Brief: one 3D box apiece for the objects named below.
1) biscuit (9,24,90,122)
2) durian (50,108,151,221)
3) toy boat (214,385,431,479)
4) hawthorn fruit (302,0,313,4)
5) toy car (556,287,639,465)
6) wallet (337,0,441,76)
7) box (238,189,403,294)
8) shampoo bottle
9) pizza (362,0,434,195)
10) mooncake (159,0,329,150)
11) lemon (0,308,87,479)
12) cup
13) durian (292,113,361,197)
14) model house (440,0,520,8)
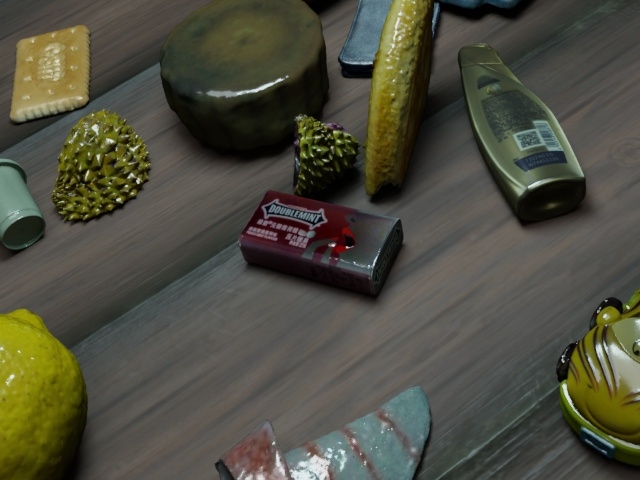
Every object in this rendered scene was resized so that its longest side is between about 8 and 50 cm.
[{"bbox_3d":[-0.535,-0.336,1.705,0.160,0.030,0.250,-13,50,2],"label":"biscuit"},{"bbox_3d":[-0.374,-0.131,1.469,0.182,0.165,0.132,-25,4,-36],"label":"durian"},{"bbox_3d":[0.033,0.279,1.057,0.282,0.096,0.206,-23,56,-22],"label":"toy boat"},{"bbox_3d":[-0.074,-0.569,1.635,0.267,0.268,0.301,24,61,28],"label":"hawthorn fruit"},{"bbox_3d":[0.401,0.139,1.029,0.200,0.142,0.248,27,60,31],"label":"toy car"},{"bbox_3d":[0.131,-0.381,1.587,0.167,0.036,0.222,3,51,16],"label":"wallet"},{"bbox_3d":[0.000,0.000,1.286,0.224,0.069,0.120,15,56,25],"label":"box"},{"bbox_3d":[0.300,-0.186,1.356,0.125,0.084,0.350,-14,49,-2],"label":"shampoo bottle"},{"bbox_3d":[0.116,-0.245,1.325,0.087,0.268,0.258,10,50,9],"label":"pizza"},{"bbox_3d":[-0.128,-0.286,1.486,0.290,0.161,0.290,-6,52,7],"label":"mooncake"},{"bbox_3d":[-0.428,0.231,1.084,0.253,0.253,0.311,5,60,17],"label":"lemon"},{"bbox_3d":[-0.525,-0.056,1.433,0.120,0.120,0.141,-35,66,-15],"label":"cup"},{"bbox_3d":[0.011,-0.126,1.347,0.108,0.187,0.119,0,81,-4],"label":"durian"},{"bbox_3d":[0.305,-0.657,1.555,0.297,0.339,0.360,33,60,31],"label":"model house"}]
